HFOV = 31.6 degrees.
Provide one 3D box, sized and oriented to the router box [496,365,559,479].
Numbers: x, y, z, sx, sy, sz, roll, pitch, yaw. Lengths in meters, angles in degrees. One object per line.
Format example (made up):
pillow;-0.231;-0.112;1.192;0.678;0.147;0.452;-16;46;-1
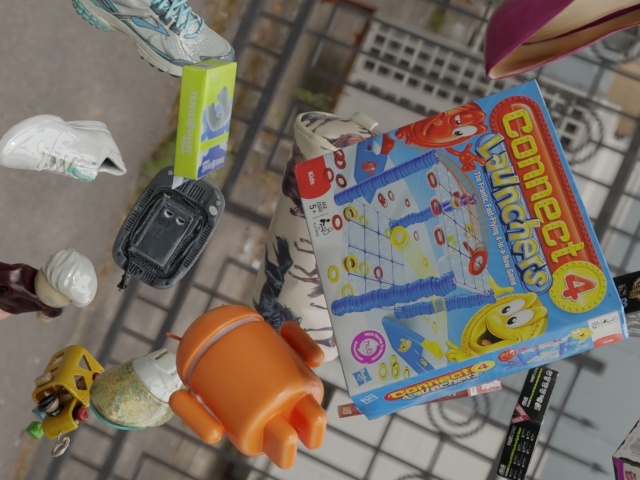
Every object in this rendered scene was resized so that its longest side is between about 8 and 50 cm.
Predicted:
router box;0.256;0.227;1.404;0.092;0.038;0.122;-56;159;-46

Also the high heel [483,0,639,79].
high heel;0.378;-0.279;1.371;0.127;0.377;0.181;43;57;-36

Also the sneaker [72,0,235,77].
sneaker;-0.260;-0.359;1.790;0.122;0.283;0.110;-61;-178;44

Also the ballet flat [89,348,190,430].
ballet flat;-0.241;0.224;1.796;0.123;0.123;0.348;-67;159;3

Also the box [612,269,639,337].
box;0.579;0.097;1.777;0.293;0.295;0.073;-20;-114;54

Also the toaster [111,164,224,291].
toaster;-0.248;-0.015;1.823;0.227;0.129;0.146;-59;-173;0

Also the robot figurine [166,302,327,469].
robot figurine;-0.082;0.162;1.328;0.158;0.219;0.128;-49;153;8

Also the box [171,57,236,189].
box;-0.167;-0.165;1.619;0.109;0.042;0.178;-39;139;-66

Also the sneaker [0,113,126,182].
sneaker;-0.348;-0.115;1.548;0.080;0.094;0.212;-47;161;30

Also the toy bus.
toy bus;-0.501;0.294;2.183;0.191;0.104;0.202;-46;-156;-18

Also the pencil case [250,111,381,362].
pencil case;0.000;0.000;1.807;0.183;0.160;0.410;-19;130;-49

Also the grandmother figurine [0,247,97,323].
grandmother figurine;-0.471;0.082;1.707;0.208;0.342;0.104;25;59;-53

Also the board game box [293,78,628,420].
board game box;0.150;0.008;1.278;0.086;0.302;0.308;54;18;-59

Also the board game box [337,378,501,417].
board game box;0.186;0.298;2.148;0.145;0.281;0.027;3;75;-56

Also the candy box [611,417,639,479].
candy box;0.573;0.348;1.872;0.233;0.071;0.159;-42;130;-35
